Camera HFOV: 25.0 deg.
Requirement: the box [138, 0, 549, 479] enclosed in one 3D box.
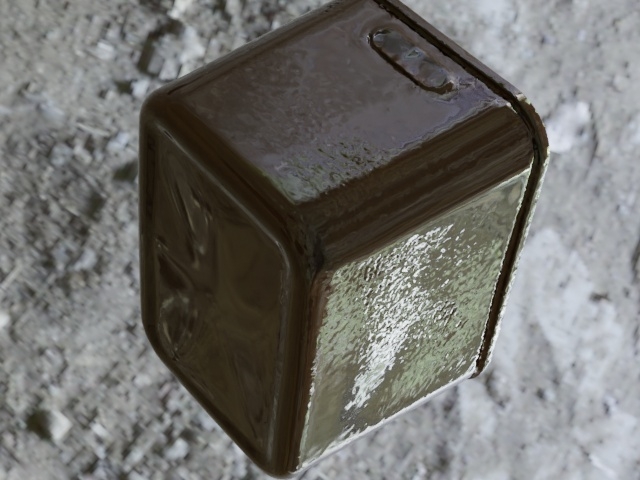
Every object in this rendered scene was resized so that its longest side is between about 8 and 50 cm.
[{"bbox_3d":[0.000,0.000,1.194,0.229,0.239,0.339,-28,146,-29],"label":"box"}]
